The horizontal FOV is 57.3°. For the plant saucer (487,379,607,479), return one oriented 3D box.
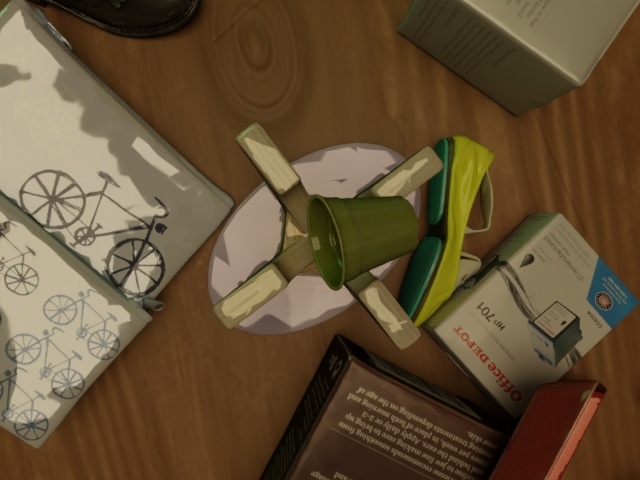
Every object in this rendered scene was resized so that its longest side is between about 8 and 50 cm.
[{"bbox_3d":[0.214,0.255,0.612,0.048,0.258,0.259,27,89,31],"label":"plant saucer"}]

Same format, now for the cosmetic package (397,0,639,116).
[{"bbox_3d":[0.209,-0.256,0.624,0.184,0.151,0.151,34,89,-4],"label":"cosmetic package"}]

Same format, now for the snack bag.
[{"bbox_3d":[-0.292,-0.018,0.589,0.323,0.037,0.342,45,74,-17],"label":"snack bag"}]

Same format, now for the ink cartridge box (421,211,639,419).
[{"bbox_3d":[0.232,0.082,0.668,0.191,0.082,0.139,-43,93,-3],"label":"ink cartridge box"}]

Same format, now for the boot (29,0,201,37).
[{"bbox_3d":[-0.258,-0.285,0.557,0.263,0.229,0.091,10,90,-3],"label":"boot"}]

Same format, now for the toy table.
[{"bbox_3d":[0.000,0.000,0.614,0.252,0.161,0.274,41,88,-3],"label":"toy table"}]

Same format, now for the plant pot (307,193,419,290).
[{"bbox_3d":[0.039,-0.006,0.504,0.079,0.083,0.083,-13,92,-18],"label":"plant pot"}]

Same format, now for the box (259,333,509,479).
[{"bbox_3d":[0.019,0.318,0.633,0.191,0.143,0.381,28,88,-4],"label":"box"}]

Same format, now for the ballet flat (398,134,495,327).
[{"bbox_3d":[0.150,-0.004,0.666,0.077,0.077,0.230,13,89,-10],"label":"ballet flat"}]

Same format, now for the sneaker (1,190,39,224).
[{"bbox_3d":[-0.319,-0.018,0.640,0.083,0.084,0.214,-11,95,-16],"label":"sneaker"}]
